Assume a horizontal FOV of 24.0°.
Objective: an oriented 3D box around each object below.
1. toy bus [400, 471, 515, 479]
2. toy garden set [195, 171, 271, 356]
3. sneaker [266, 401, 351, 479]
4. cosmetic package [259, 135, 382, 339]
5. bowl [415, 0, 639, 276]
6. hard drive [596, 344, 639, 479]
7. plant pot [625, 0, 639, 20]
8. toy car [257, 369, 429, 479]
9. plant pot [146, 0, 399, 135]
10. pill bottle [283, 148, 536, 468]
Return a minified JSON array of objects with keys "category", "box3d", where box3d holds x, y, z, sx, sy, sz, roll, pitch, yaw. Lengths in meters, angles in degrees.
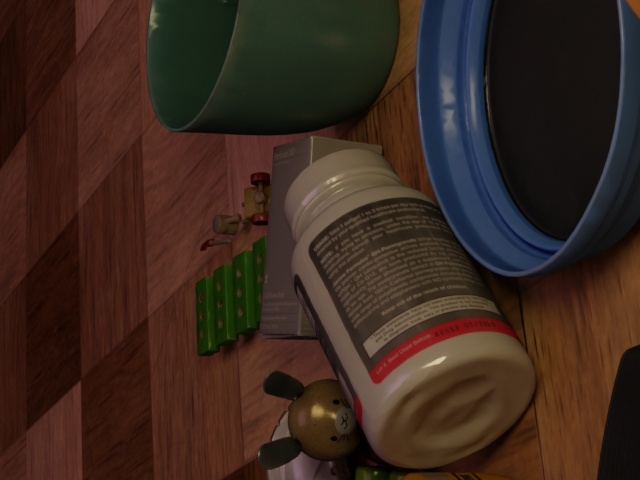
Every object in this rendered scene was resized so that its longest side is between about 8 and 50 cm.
[{"category":"toy bus","box3d":[0.154,0.282,1.323,0.332,0.130,0.108,-165,78,-83]},{"category":"toy garden set","box3d":[-0.104,0.035,2.065,0.244,0.049,0.204,-32,58,59]},{"category":"sneaker","box3d":[0.002,0.310,1.729,0.129,0.111,0.297,-4,66,37]},{"category":"cosmetic package","box3d":[0.000,0.000,1.802,0.127,0.107,0.238,168,104,-65]},{"category":"bowl","box3d":[0.205,-0.162,1.402,0.391,0.077,0.391,178,90,-69]},{"category":"hard drive","box3d":[0.288,0.213,1.222,0.172,0.054,0.255,5,88,64]},{"category":"plant pot","box3d":[0.332,-0.267,1.044,0.203,0.291,0.291,-27,58,39]},{"category":"toy car","box3d":[0.024,0.192,1.606,0.149,0.188,0.155,-9,76,63]},{"category":"plant pot","box3d":[-0.049,-0.258,1.814,0.293,0.235,0.293,-24,62,59]},{"category":"pill bottle","box3d":[0.074,0.057,1.524,0.176,0.176,0.318,-62,39,35]}]
